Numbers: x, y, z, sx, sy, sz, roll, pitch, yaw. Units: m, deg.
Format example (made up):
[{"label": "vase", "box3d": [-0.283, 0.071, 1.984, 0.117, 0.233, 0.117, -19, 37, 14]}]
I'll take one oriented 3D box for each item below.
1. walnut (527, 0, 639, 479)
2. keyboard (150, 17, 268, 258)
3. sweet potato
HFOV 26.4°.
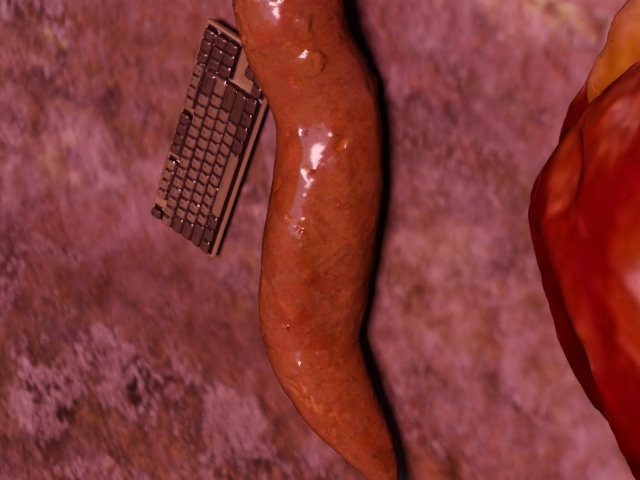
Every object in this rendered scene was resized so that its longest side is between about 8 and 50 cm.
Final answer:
[{"label": "walnut", "box3d": [0.200, 0.005, 0.403, 0.269, 0.222, 0.244, 43, 140, -1]}, {"label": "keyboard", "box3d": [-0.058, -0.052, 0.725, 0.049, 0.015, 0.129, 39, 128, 22]}, {"label": "sweet potato", "box3d": [0.000, 0.000, 0.669, 0.067, 0.059, 0.281, -2, 114, 4]}]
